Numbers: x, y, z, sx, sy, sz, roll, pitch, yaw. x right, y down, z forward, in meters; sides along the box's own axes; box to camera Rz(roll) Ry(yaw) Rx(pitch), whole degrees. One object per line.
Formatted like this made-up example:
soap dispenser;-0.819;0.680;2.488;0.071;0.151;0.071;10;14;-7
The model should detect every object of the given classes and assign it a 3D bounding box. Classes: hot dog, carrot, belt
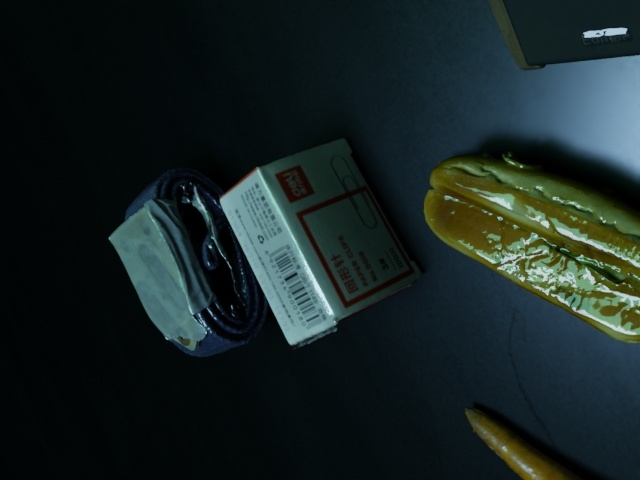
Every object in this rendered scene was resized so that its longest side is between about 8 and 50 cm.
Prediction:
hot dog;0.198;-0.005;0.698;0.269;0.072;0.109;33;127;30
carrot;0.233;0.245;0.788;0.257;0.061;0.061;32;129;36
belt;-0.151;0.027;1.017;0.126;0.140;0.230;-27;86;49

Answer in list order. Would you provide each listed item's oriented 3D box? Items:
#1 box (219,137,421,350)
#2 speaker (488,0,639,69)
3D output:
box;0.000;0.000;0.857;0.099;0.133;0.182;-33;82;49
speaker;0.177;-0.242;0.477;0.153;0.192;0.231;5;137;45
